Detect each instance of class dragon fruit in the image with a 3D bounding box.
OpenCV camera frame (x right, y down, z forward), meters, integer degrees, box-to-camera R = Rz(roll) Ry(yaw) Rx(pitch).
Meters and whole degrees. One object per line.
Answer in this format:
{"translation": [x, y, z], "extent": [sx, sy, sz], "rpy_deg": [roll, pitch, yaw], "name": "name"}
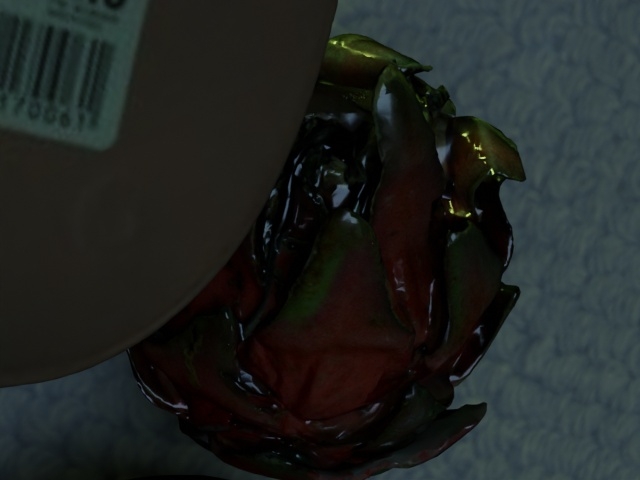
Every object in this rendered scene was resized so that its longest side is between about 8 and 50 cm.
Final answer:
{"translation": [-0.003, 0.008, 0.529], "extent": [0.182, 0.182, 0.189], "rpy_deg": [8, 105, -23], "name": "dragon fruit"}

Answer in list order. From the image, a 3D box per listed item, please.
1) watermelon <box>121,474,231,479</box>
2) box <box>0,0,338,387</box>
{"translation": [-0.056, 0.215, 0.507], "extent": [0.242, 0.242, 0.242], "rpy_deg": [-4, 101, -21], "name": "watermelon"}
{"translation": [-0.143, -0.095, 0.386], "extent": [0.301, 0.216, 0.301], "rpy_deg": [-18, 117, -39], "name": "box"}
